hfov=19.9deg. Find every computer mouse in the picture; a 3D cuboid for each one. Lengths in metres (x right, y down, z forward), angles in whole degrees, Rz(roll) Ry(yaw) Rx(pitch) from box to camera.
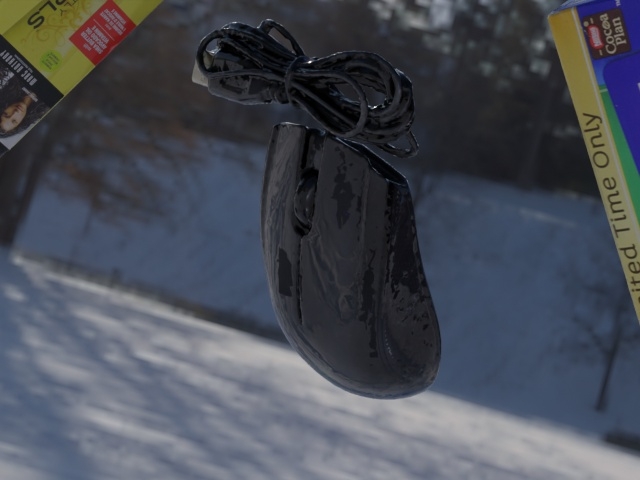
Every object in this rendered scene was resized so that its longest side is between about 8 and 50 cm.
[{"bbox_3d":[0.000,0.000,1.171,0.072,0.272,0.188,-34,34,-30],"label":"computer mouse"}]

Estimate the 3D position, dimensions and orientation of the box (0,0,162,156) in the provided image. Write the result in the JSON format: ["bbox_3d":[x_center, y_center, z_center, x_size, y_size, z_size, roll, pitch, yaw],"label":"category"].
[{"bbox_3d":[-0.152,-0.160,1.124,0.087,0.232,0.058,48,-3,-42],"label":"box"}]

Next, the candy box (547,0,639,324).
[{"bbox_3d":[0.318,-0.054,1.029,0.317,0.268,0.122,-12,12,37],"label":"candy box"}]
